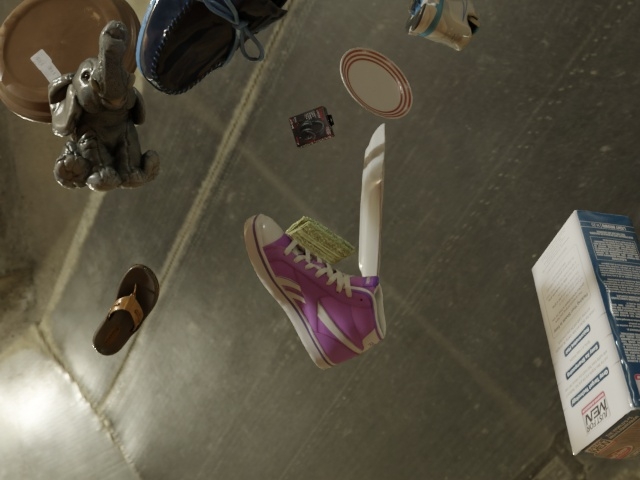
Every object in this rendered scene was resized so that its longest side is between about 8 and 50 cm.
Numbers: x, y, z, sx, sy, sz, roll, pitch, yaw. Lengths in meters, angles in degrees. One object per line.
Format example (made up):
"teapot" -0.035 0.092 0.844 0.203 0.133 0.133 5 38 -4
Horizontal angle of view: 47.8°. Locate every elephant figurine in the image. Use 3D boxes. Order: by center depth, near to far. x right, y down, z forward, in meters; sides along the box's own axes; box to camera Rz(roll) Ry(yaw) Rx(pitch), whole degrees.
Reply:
"elephant figurine" -0.327 -0.202 1.095 0.186 0.169 0.239 2 105 17

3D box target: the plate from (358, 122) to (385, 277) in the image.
"plate" 0.108 -0.067 1.503 0.045 0.278 0.277 2 123 6

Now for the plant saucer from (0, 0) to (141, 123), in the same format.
"plant saucer" -0.444 -0.332 1.243 0.278 0.041 0.278 -3 71 8

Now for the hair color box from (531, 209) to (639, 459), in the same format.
"hair color box" 0.441 0.141 1.125 0.174 0.105 0.347 107 167 -51

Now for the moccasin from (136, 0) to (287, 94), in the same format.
"moccasin" -0.094 -0.313 0.874 0.342 0.137 0.117 -51 57 10

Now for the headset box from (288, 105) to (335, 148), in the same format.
"headset box" -0.013 -0.225 1.429 0.083 0.032 0.062 -17 88 15

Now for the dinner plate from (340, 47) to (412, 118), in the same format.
"dinner plate" 0.090 -0.256 1.187 0.141 0.141 0.017 59 141 11

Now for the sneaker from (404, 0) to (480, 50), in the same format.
"sneaker" 0.154 -0.279 0.874 0.083 0.191 0.071 28 131 -9

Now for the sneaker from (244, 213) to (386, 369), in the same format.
"sneaker" 0.006 0.056 1.158 0.161 0.102 0.282 -29 102 24

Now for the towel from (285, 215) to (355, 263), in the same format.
"towel" 0.000 0.000 1.655 0.148 0.027 0.110 33 150 -16

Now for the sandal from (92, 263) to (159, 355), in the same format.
"sandal" -0.411 0.152 1.508 0.090 0.060 0.219 35 98 -8
